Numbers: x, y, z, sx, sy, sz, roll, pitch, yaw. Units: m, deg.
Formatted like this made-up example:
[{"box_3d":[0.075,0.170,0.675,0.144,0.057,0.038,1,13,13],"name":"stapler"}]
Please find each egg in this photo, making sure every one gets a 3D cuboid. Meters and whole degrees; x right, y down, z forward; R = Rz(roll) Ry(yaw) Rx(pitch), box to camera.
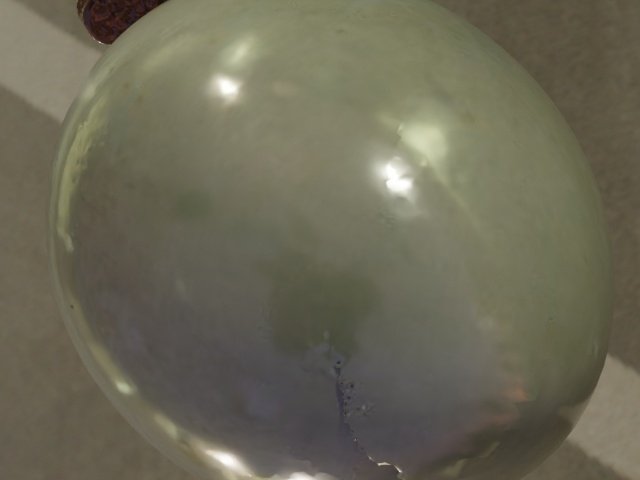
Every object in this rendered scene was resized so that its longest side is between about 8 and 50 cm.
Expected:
[{"box_3d":[0.000,0.000,0.567,0.253,0.186,0.187,34,126,51],"name":"egg"}]

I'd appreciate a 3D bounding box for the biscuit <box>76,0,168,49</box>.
[{"box_3d":[-0.057,-0.162,0.900,0.124,0.175,0.026,57,175,-34],"name":"biscuit"}]
